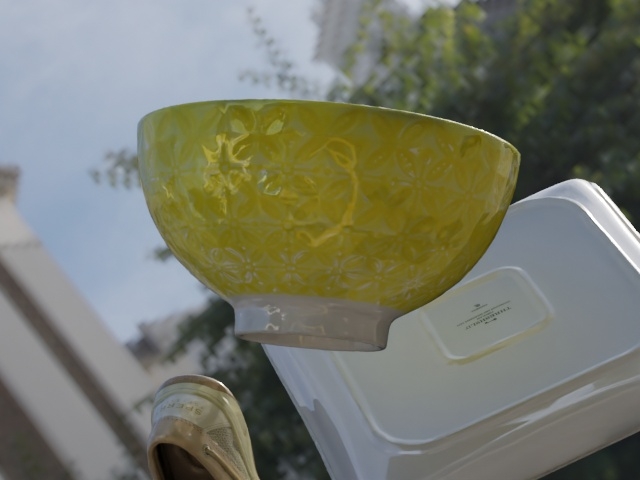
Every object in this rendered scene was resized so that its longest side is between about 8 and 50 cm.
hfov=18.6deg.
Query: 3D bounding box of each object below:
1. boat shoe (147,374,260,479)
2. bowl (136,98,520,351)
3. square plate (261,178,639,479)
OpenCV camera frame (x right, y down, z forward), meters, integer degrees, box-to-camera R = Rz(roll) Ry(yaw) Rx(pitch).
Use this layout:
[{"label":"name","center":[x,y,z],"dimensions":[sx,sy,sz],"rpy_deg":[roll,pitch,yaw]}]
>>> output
[{"label":"boat shoe","center":[-0.086,0.266,1.771],"dimensions":[0.109,0.098,0.302],"rpy_deg":[-8,-59,18]},{"label":"bowl","center":[0.000,0.000,1.467],"dimensions":[0.289,0.289,0.156],"rpy_deg":[18,-105,-55]},{"label":"square plate","center":[0.140,0.080,1.663],"dimensions":[0.347,0.344,0.049],"rpy_deg":[-24,-57,-5]}]
